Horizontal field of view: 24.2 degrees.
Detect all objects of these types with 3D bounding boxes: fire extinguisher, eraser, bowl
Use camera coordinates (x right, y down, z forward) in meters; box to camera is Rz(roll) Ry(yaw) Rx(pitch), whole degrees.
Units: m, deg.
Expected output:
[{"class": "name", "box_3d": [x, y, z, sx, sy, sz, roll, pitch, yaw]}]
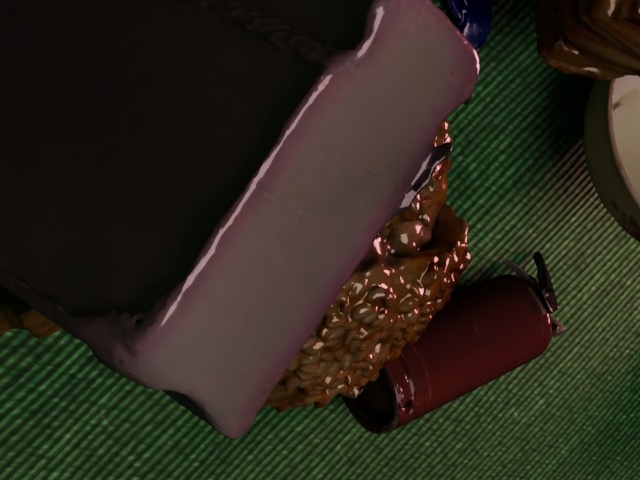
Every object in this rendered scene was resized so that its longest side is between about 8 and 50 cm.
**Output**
[{"class": "fire extinguisher", "box_3d": [0.143, 0.092, 1.463, 0.269, 0.105, 0.105, -22, 126, -33]}, {"class": "eraser", "box_3d": [-0.116, -0.082, 0.919, 0.272, 0.359, 0.122, -54, 138, -4]}, {"class": "bowl", "box_3d": [0.377, -0.099, 1.495, 0.277, 0.145, 0.277, 4, 77, -18]}]

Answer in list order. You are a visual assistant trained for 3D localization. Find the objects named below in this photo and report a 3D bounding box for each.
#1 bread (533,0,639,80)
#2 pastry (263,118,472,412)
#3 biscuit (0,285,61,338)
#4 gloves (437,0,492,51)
[{"class": "bread", "box_3d": [0.306, -0.259, 1.323, 0.324, 0.167, 0.277, 12, 81, -43]}, {"class": "pastry", "box_3d": [0.000, 0.000, 1.203, 0.284, 0.184, 0.316, -11, 120, -38]}, {"class": "biscuit", "box_3d": [-0.145, -0.029, 1.067, 0.035, 0.184, 0.249, 47, 61, -25]}, {"class": "gloves", "box_3d": [0.126, -0.205, 1.322, 0.064, 0.026, 0.086, -18, 124, -33]}]
